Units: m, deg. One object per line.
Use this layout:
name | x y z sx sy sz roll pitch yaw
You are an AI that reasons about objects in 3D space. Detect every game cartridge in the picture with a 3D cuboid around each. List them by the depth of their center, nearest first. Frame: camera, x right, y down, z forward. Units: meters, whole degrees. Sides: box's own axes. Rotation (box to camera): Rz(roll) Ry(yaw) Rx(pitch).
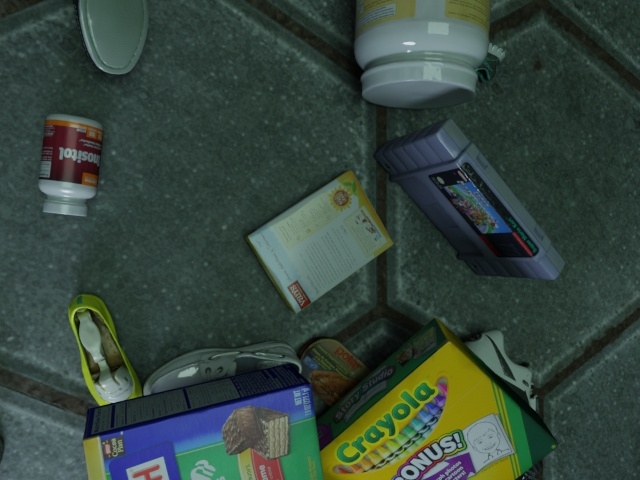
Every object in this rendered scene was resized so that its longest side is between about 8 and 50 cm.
game cartridge | 0.275 -0.061 1.010 0.355 0.230 0.068 46 78 -15

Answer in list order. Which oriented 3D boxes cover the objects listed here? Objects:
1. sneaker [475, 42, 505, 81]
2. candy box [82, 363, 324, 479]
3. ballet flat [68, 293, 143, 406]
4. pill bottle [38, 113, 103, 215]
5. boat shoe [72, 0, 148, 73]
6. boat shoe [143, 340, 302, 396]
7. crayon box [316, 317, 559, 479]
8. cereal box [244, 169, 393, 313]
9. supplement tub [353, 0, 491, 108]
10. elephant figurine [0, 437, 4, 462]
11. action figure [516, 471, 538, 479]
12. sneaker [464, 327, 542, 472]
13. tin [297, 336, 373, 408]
sneaker | 0.303 -0.379 1.100 0.166 0.065 0.076 15 92 -17
candy box | -0.161 0.354 0.784 0.317 0.122 0.268 -9 95 -18
ballet flat | -0.356 0.199 0.875 0.077 0.077 0.231 -21 99 -18
pill bottle | -0.396 -0.117 0.846 0.086 0.086 0.152 6 90 -20
boat shoe | -0.348 -0.413 0.855 0.114 0.091 0.302 2 90 -47
boat shoe | -0.166 0.238 0.934 0.277 0.096 0.098 -12 96 -19
crayon box | 0.192 0.373 0.993 0.313 0.106 0.363 42 101 -16
cereal box | 0.000 0.000 1.011 0.240 0.047 0.173 -33 102 -15
supplement tub | 0.182 -0.424 0.959 0.241 0.241 0.331 2 91 -20
elephant figurine | -0.555 0.353 0.789 0.239 0.186 0.169 52 32 -24
action figure | 0.353 0.594 1.109 0.164 0.141 0.276 42 77 -28
sneaker | 0.409 0.336 1.128 0.146 0.122 0.330 -33 102 -14
tin | 0.035 0.265 1.039 0.189 0.040 0.106 44 82 -16
